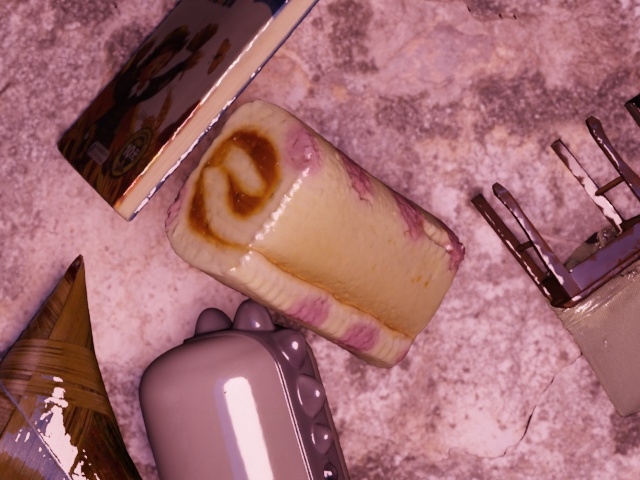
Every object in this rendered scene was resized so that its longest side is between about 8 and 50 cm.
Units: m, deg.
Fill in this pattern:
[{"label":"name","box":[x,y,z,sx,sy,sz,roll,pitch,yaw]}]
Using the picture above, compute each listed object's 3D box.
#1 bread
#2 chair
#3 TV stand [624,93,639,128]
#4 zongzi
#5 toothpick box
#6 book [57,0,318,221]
[{"label":"bread","box":[0.000,0.000,1.512,0.155,0.338,0.187,37,94,39]},{"label":"chair","box":[0.325,0.039,1.591,0.160,0.186,0.319,-35,88,-7]},{"label":"TV stand","box":[0.477,-0.215,1.665,0.256,0.040,0.049,-34,90,-2]},{"label":"zongzi","box":[-0.255,0.203,1.600,0.286,0.138,0.300,33,87,-3]},{"label":"toothpick box","box":[-0.074,0.225,1.558,0.229,0.229,0.316,-15,89,-1]},{"label":"book","box":[-0.112,-0.224,1.536,0.039,0.300,0.428,41,88,-25]}]
